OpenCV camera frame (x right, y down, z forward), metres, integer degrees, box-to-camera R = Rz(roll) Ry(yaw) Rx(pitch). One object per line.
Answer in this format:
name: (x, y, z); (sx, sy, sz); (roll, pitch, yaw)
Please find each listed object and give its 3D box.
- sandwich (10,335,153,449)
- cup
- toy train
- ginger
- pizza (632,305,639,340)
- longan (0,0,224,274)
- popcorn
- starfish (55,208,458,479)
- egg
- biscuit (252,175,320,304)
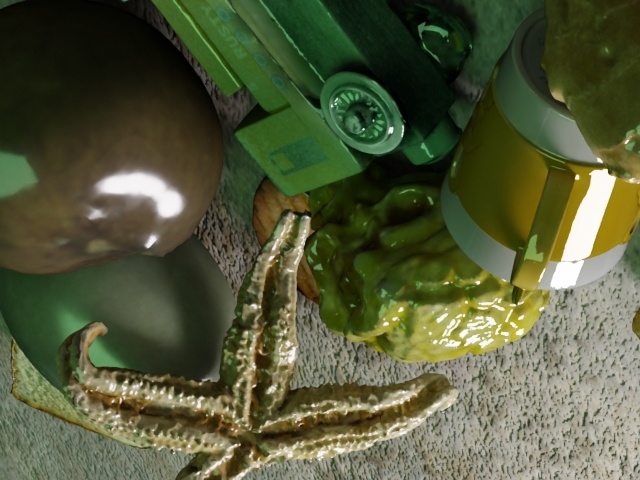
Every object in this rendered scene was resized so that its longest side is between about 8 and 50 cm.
sandwich: (-0.326, 0.163, 1.786); (0.271, 0.099, 0.301); (19, 136, 8)
cup: (0.210, -0.064, 1.082); (0.185, 0.241, 0.226); (16, 144, 4)
toy train: (-0.037, -0.216, 1.185); (0.253, 0.160, 0.397); (-16, 120, 51)
ginger: (0.233, -0.261, 0.920); (0.348, 0.122, 0.363); (36, 112, 15)
pizza: (0.468, 0.059, 1.176); (0.365, 0.074, 0.182); (-11, 114, 41)
longan: (-0.264, -0.106, 1.302); (0.318, 0.319, 0.319); (18, 137, 18)
popcorn: (0.100, 0.026, 1.271); (0.285, 0.225, 0.174); (11, 132, 22)
starfish: (-0.070, 0.149, 1.419); (0.324, 0.432, 0.082); (68, 165, -10)
egg: (-0.250, 0.078, 1.525); (0.352, 0.258, 0.258); (50, 139, 1)
biscuit: (0.000, -0.001, 1.460); (0.176, 0.031, 0.229); (14, 135, 21)
